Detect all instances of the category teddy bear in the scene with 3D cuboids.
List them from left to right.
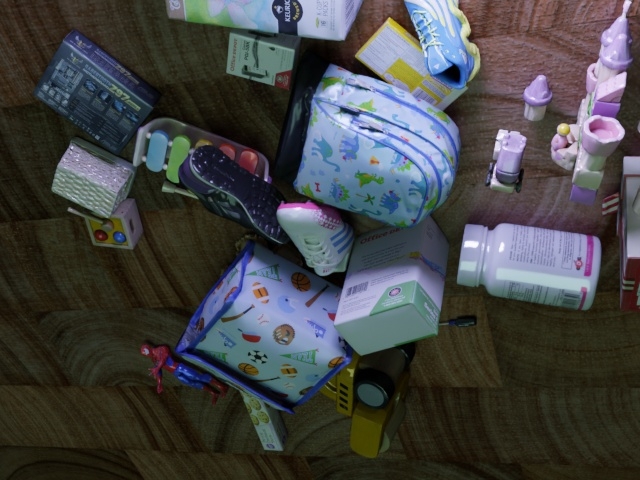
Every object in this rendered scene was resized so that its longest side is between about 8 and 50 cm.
[{"bbox_3d":[-0.139,0.127,2.129,0.245,0.113,0.338,-2,123,11],"label":"teddy bear"}]

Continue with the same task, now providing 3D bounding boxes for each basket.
[{"bbox_3d":[-0.536,-0.145,1.997,0.167,0.103,0.113,26,135,-7],"label":"basket"}]

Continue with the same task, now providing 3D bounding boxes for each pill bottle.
[{"bbox_3d":[0.442,0.050,1.814,0.283,0.160,0.160,9,133,10],"label":"pill bottle"}]

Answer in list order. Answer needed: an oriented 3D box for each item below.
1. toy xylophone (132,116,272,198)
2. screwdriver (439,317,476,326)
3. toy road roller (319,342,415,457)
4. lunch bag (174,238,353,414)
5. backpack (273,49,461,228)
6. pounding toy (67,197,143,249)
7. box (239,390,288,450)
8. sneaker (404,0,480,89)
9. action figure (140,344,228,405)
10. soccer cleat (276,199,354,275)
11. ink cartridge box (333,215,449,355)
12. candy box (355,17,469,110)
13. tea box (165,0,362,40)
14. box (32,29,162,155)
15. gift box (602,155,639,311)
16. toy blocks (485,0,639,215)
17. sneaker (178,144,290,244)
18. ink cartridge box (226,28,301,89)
[{"bbox_3d":[-0.263,-0.153,1.916,0.322,0.081,0.236,16,134,4],"label":"toy xylophone"},{"bbox_3d":[0.305,0.206,2.098,0.170,0.024,0.025,-7,158,26],"label":"screwdriver"},{"bbox_3d":[0.098,0.376,2.206,0.240,0.202,0.329,17,130,20],"label":"toy road roller"},{"bbox_3d":[-0.138,0.239,2.006,0.328,0.239,0.385,31,135,-13],"label":"lunch bag"},{"bbox_3d":[0.100,-0.179,1.681,0.355,0.273,0.290,13,132,-7],"label":"backpack"},{"bbox_3d":[-0.527,-0.049,2.083,0.130,0.100,0.141,6,132,13],"label":"pounding toy"},{"bbox_3d":[-0.169,0.495,2.484,0.067,0.063,0.324,1,131,19],"label":"box"},{"bbox_3d":[0.216,-0.375,1.526,0.091,0.126,0.240,-23,121,33],"label":"sneaker"},{"bbox_3d":[-0.413,0.405,2.439,0.280,0.139,0.091,37,130,-12],"label":"action figure"},{"bbox_3d":[0.000,0.000,1.825,0.116,0.143,0.331,0,172,20],"label":"soccer cleat"},{"bbox_3d":[0.163,0.093,1.866,0.201,0.278,0.117,-20,125,32],"label":"ink cartridge box"},{"bbox_3d":[0.178,-0.332,1.646,0.206,0.027,0.105,36,131,-15],"label":"candy box"},{"bbox_3d":[-0.089,-0.543,1.409,0.323,0.220,0.329,10,133,11],"label":"tea box"},{"bbox_3d":[-0.490,-0.320,1.854,0.232,0.059,0.183,36,132,-14],"label":"box"},{"bbox_3d":[0.680,-0.012,1.624,0.255,0.258,0.276,4,152,12],"label":"gift box"},{"bbox_3d":[0.472,-0.239,1.458,0.309,0.289,0.260,12,140,11],"label":"toy blocks"},{"bbox_3d":[-0.183,-0.088,1.840,0.283,0.107,0.124,41,145,-14],"label":"sneaker"},{"bbox_3d":[-0.115,-0.370,1.688,0.135,0.056,0.099,15,135,4],"label":"ink cartridge box"}]
